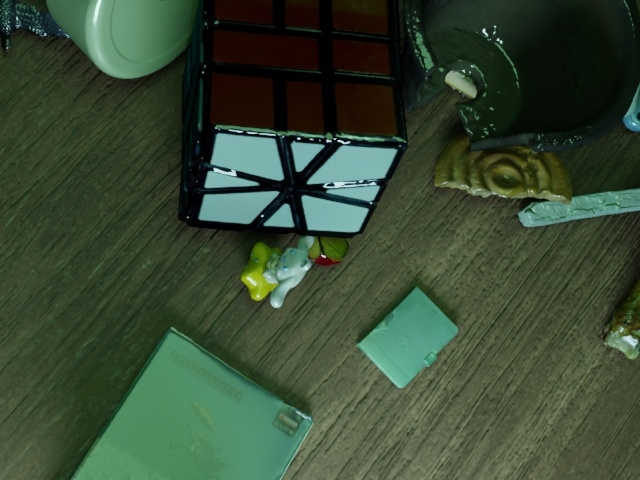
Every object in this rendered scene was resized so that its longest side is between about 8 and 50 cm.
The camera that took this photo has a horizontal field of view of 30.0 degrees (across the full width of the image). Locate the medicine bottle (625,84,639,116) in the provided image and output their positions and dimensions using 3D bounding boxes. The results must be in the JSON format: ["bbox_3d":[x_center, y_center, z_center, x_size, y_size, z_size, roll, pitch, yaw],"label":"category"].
[{"bbox_3d":[0.449,-0.244,1.958,0.229,0.083,0.121,-22,49,-12],"label":"medicine bottle"}]

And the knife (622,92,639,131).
[{"bbox_3d":[0.520,-0.302,2.041,0.058,0.032,0.244,-7,74,-10],"label":"knife"}]

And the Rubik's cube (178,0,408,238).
[{"bbox_3d":[-0.049,-0.191,1.721,0.294,0.288,0.283,7,62,-12],"label":"Rubik's cube"}]

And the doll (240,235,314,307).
[{"bbox_3d":[-0.059,0.051,1.775,0.071,0.113,0.135,51,24,-32],"label":"doll"}]

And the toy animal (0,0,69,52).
[{"bbox_3d":[-0.476,-0.339,1.802,0.220,0.062,0.107,1,76,-19],"label":"toy animal"}]

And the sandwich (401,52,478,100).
[{"bbox_3d":[0.253,-0.324,1.968,0.193,0.058,0.162,29,70,-3],"label":"sandwich"}]

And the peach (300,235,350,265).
[{"bbox_3d":[0.000,0.000,1.831,0.083,0.050,0.077,49,47,-9],"label":"peach"}]

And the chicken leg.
[{"bbox_3d":[0.563,0.001,1.879,0.140,0.211,0.361,20,65,33],"label":"chicken leg"}]

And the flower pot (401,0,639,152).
[{"bbox_3d":[0.266,-0.284,1.794,0.380,0.251,0.379,4,74,-15],"label":"flower pot"}]

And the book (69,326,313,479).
[{"bbox_3d":[-0.210,0.349,1.709,0.264,0.031,0.379,33,72,-6],"label":"book"}]

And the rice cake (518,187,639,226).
[{"bbox_3d":[0.440,-0.056,1.948,0.245,0.045,0.042,-9,82,-15],"label":"rice cake"}]

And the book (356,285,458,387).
[{"bbox_3d":[0.137,0.151,1.844,0.103,0.017,0.135,45,71,3],"label":"book"}]

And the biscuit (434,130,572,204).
[{"bbox_3d":[0.298,-0.126,1.920,0.224,0.033,0.144,10,60,-3],"label":"biscuit"}]

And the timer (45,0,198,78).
[{"bbox_3d":[-0.338,-0.438,1.782,0.315,0.290,0.291,35,70,22],"label":"timer"}]
